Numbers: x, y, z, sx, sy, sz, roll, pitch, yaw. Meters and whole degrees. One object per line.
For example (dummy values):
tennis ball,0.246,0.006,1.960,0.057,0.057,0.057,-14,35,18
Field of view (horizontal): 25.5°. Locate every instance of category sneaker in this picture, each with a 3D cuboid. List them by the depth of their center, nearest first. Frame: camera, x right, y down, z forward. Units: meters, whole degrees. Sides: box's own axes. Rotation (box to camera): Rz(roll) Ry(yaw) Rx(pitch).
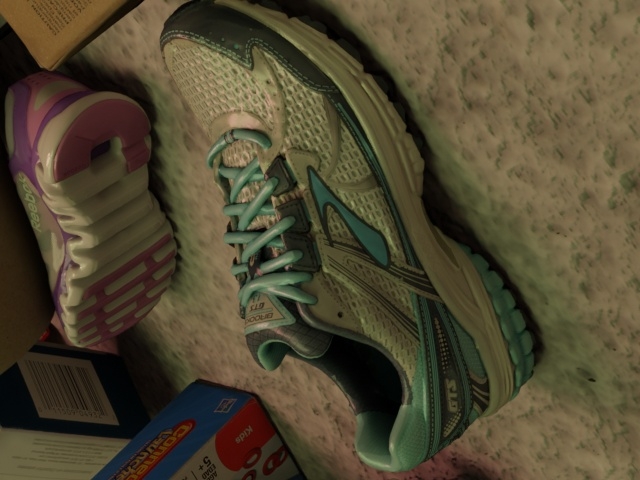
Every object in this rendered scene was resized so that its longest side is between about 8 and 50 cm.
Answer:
sneaker,0.000,0.000,0.748,0.283,0.122,0.110,52,151,-9
sneaker,-0.169,-0.027,0.989,0.104,0.095,0.236,38,146,31

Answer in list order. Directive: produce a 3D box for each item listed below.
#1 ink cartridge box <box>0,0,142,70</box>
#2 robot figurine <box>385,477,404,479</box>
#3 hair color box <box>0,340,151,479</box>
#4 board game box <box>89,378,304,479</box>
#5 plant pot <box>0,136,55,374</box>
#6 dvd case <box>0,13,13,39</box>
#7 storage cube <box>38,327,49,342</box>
ink cartridge box,-0.152,-0.223,0.710,0.234,0.088,0.193,53,153,-11
robot figurine,-0.001,0.327,0.965,0.300,0.199,0.353,29,114,-16
hair color box,-0.318,0.234,1.224,0.347,0.174,0.105,-47,53,23
board game box,-0.109,0.325,1.112,0.086,0.308,0.302,5,131,49
plant pot,-0.318,-0.022,0.998,0.256,0.256,0.274,2,131,53
dvd case,-0.253,-0.251,0.882,0.253,0.022,0.180,54,151,-11
storage cube,-0.398,0.102,1.356,0.215,0.184,0.193,45,153,2
